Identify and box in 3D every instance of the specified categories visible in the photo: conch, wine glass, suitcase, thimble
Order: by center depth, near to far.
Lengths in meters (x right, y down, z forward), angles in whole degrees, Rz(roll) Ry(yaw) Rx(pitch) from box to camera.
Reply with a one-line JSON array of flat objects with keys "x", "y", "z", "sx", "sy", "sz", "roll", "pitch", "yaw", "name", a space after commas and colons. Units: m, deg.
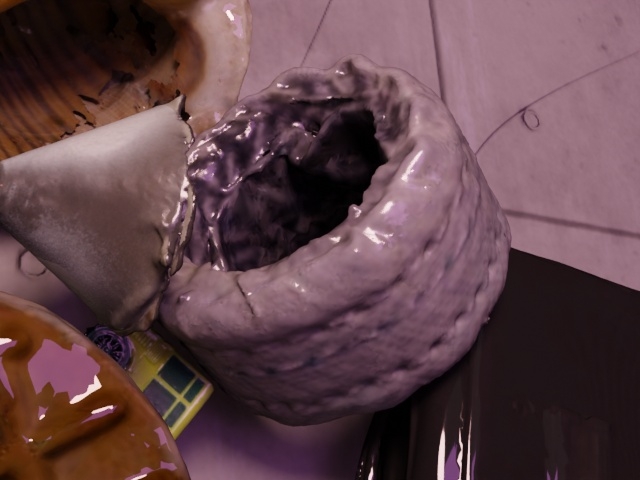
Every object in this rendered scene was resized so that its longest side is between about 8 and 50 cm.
[{"x": -0.203, "y": -0.034, "z": 0.588, "sx": 0.232, "sy": 0.156, "sz": 0.156, "roll": 13, "pitch": 62, "yaw": -31, "name": "wine glass"}, {"x": 0.000, "y": 0.000, "z": 0.723, "sx": 0.245, "sy": 0.217, "sz": 0.157, "roll": -36, "pitch": 132, "yaw": -1, "name": "thimble"}, {"x": -0.182, "y": -0.162, "z": 0.737, "sx": 0.324, "sy": 0.186, "sz": 0.263, "roll": -34, "pitch": 104, "yaw": -16, "name": "conch"}, {"x": 0.188, "y": 0.198, "z": 0.786, "sx": 0.339, "sy": 0.188, "sz": 0.345, "roll": 20, "pitch": 59, "yaw": -20, "name": "suitcase"}]

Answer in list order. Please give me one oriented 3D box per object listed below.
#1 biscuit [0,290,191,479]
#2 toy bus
[{"x": -0.217, "y": 0.179, "z": 0.530, "sx": 0.332, "sy": 0.103, "sz": 0.331, "roll": 0, "pitch": 89, "yaw": -9, "name": "biscuit"}, {"x": -0.156, "y": 0.137, "z": 0.668, "sx": 0.101, "sy": 0.088, "sz": 0.175, "roll": 44, "pitch": 53, "yaw": -7, "name": "toy bus"}]
